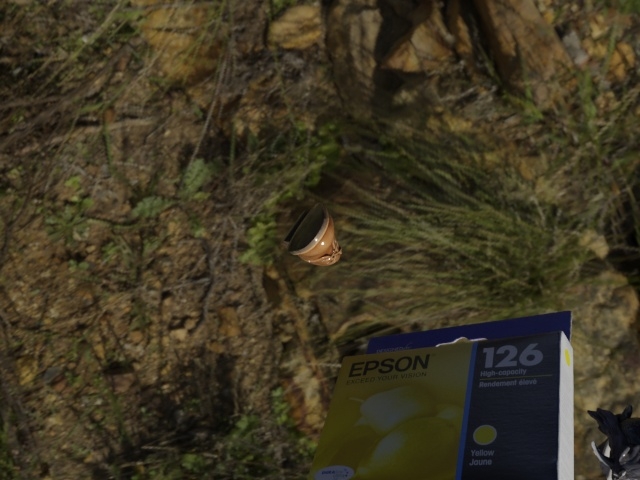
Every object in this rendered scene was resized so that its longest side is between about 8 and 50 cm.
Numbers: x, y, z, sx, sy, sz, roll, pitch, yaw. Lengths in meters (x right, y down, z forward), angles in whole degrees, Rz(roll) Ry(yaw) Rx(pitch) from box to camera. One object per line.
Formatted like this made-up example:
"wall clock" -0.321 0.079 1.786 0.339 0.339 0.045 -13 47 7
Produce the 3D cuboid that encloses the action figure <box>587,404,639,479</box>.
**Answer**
"action figure" 0.435 0.275 0.963 0.275 0.164 0.141 -6 117 -30

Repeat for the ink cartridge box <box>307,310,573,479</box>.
"ink cartridge box" 0.158 0.198 0.971 0.072 0.303 0.307 60 32 -33

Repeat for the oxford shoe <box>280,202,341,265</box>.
"oxford shoe" 0.000 0.000 1.023 0.076 0.212 0.076 37 88 -5
